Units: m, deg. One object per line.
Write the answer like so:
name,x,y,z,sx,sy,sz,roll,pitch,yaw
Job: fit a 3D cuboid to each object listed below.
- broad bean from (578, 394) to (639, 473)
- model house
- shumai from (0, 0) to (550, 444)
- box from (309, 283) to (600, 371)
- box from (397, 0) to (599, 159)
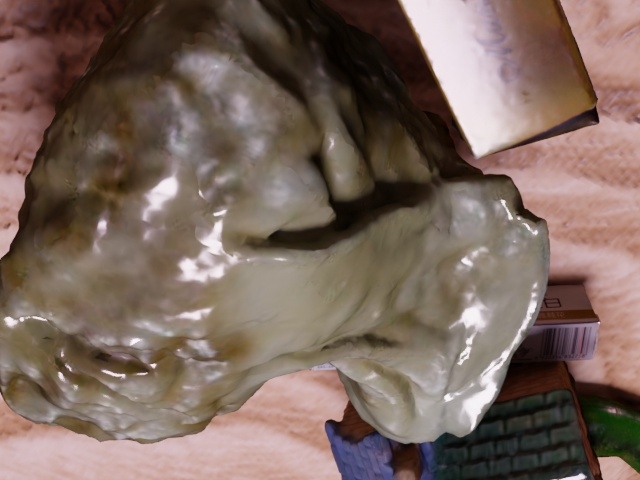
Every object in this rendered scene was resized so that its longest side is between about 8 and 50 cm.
broad bean,0.198,0.190,0.924,0.292,0.049,0.144,7,121,-6
model house,0.111,0.177,0.800,0.183,0.172,0.166,-18,93,13
shumai,0.000,0.000,0.620,0.288,0.292,0.330,28,145,0
box,0.099,0.066,0.831,0.218,0.055,0.039,-1,124,-1
box,0.059,-0.166,0.555,0.071,0.240,0.159,-22,123,10
